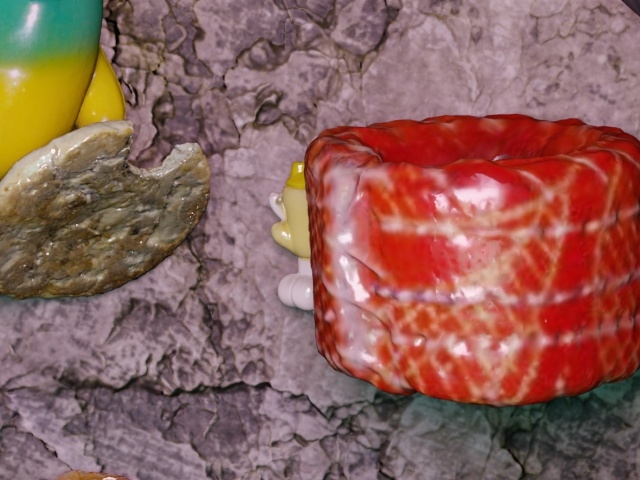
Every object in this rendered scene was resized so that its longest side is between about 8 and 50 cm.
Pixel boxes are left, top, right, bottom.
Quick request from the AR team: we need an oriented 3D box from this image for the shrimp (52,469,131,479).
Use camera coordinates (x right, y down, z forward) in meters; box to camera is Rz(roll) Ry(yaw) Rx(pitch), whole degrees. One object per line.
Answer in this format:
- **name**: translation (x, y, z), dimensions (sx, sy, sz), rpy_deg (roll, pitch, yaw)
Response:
- **shrimp**: translation (-0.236, 0.307, 1.944), dimensions (0.187, 0.051, 0.132), rpy_deg (-15, 99, 8)

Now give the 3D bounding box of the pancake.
- **pancake**: translation (-0.230, -0.024, 1.817), dimensions (0.253, 0.253, 0.037), rpy_deg (-36, 57, 8)

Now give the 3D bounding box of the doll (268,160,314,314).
- **doll**: translation (0.000, 0.000, 1.876), dimensions (0.106, 0.062, 0.162), rpy_deg (0, 99, 1)

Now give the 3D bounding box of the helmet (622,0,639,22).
- **helmet**: translation (0.398, -0.284, 1.761), dimensions (0.279, 0.160, 0.230), rpy_deg (24, 102, 10)

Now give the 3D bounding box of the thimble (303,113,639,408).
- **thimble**: translation (0.149, 0.008, 1.737), dimensions (0.350, 0.350, 0.230), rpy_deg (-1, 100, 2)

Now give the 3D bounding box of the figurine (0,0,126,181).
- **figurine**: translation (-0.316, -0.210, 1.762), dimensions (0.323, 0.231, 0.340), rpy_deg (2, 103, -36)
